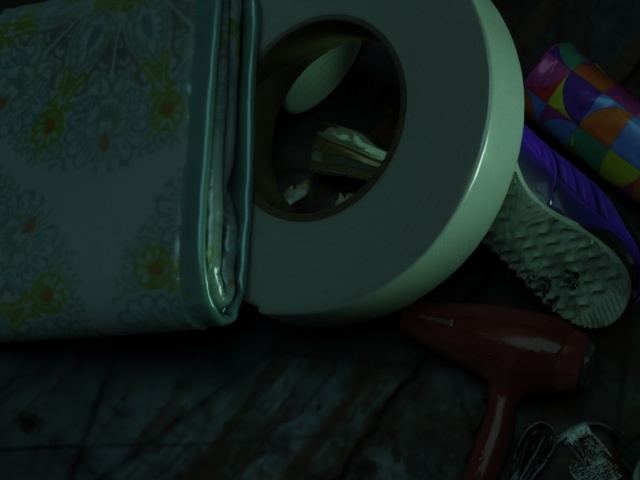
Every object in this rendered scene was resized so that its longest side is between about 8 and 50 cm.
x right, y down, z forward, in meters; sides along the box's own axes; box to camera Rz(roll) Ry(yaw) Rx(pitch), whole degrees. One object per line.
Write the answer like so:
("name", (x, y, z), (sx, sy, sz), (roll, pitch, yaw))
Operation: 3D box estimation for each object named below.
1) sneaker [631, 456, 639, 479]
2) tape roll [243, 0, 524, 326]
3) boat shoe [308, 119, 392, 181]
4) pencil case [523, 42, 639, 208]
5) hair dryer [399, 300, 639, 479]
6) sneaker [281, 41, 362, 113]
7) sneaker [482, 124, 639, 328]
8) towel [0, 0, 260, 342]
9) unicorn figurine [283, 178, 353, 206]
("sneaker", (0.347, 0.178, 1.288), (0.087, 0.092, 0.229), (31, 49, 5))
("tape roll", (0.013, -0.111, 1.421), (0.392, 0.072, 0.392), (-10, 72, 32))
("boat shoe", (0.078, -0.063, 1.507), (0.190, 0.068, 0.072), (21, 94, 16))
("pencil case", (0.310, -0.102, 1.473), (0.104, 0.104, 0.236), (-43, 68, -14))
("hair dryer", (0.172, 0.162, 1.367), (0.223, 0.080, 0.293), (-30, 64, -7))
("sneaker", (-0.025, -0.279, 1.608), (0.146, 0.104, 0.296), (12, 75, 31))
("sneaker", (0.216, -0.044, 1.434), (0.293, 0.102, 0.146), (52, 34, 14))
("towel", (-0.216, -0.085, 1.466), (0.320, 0.090, 0.375), (-7, 71, 30))
("unicorn figurine", (0.000, 0.000, 1.487), (0.161, 0.060, 0.111), (12, 71, 29))
